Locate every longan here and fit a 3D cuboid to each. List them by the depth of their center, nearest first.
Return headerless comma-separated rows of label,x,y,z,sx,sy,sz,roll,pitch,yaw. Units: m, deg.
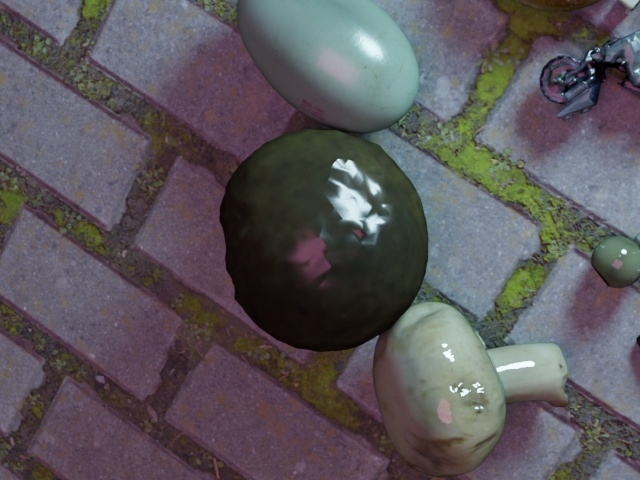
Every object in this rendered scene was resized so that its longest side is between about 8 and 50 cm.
longan,0.000,0.000,1.819,0.391,0.391,0.391,4,103,18

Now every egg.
egg,0.008,-0.335,1.833,0.371,0.230,0.230,38,111,14

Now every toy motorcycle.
toy motorcycle,0.510,-0.272,1.745,0.270,0.106,0.159,-23,88,18

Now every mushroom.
mushroom,0.267,0.259,1.884,0.336,0.314,0.314,-4,102,-11

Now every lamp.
lamp,0.549,0.011,1.810,0.163,0.091,0.091,-38,88,5

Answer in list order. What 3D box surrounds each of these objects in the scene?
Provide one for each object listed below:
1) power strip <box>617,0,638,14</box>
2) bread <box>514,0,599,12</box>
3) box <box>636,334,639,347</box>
power strip,0.552,-0.451,1.700,0.035,0.081,0.192,41,111,7
bread,0.394,-0.517,1.699,0.305,0.159,0.305,4,104,16
box,0.640,0.200,1.846,0.125,0.027,0.126,-29,90,19
